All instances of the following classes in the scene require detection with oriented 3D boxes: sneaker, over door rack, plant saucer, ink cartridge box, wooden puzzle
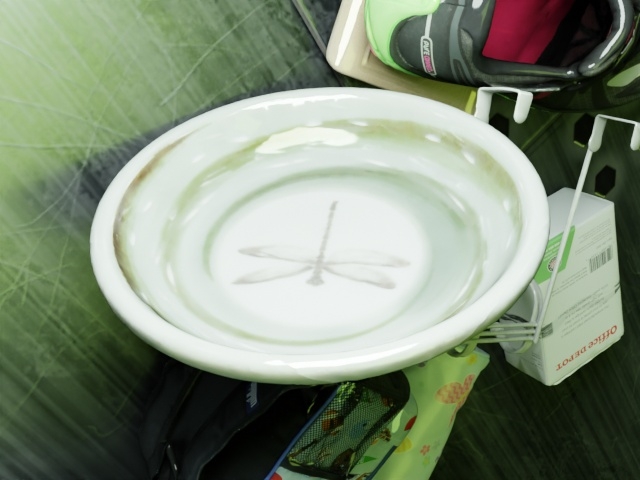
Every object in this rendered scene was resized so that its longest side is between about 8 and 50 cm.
[{"bbox_3d":[0.274,-0.217,0.984,0.483,0.202,0.185,-6,111,-34],"label":"sneaker"},{"bbox_3d":[0.199,-0.018,1.021,0.239,0.108,0.324,2,118,-41],"label":"over door rack"},{"bbox_3d":[0.000,0.000,0.825,0.400,0.400,0.100,-27,135,-24],"label":"plant saucer"},{"bbox_3d":[0.326,0.064,1.246,0.160,0.092,0.219,-27,121,-24],"label":"ink cartridge box"},{"bbox_3d":[0.127,-0.268,1.019,0.239,0.044,0.221,12,100,-38],"label":"wooden puzzle"}]

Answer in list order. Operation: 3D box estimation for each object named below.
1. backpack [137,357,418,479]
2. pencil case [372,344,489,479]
[{"bbox_3d":[-0.053,0.173,0.941,0.263,0.276,0.213,-48,127,5],"label":"backpack"},{"bbox_3d":[0.112,0.236,1.151,0.124,0.113,0.273,20,96,-56],"label":"pencil case"}]
